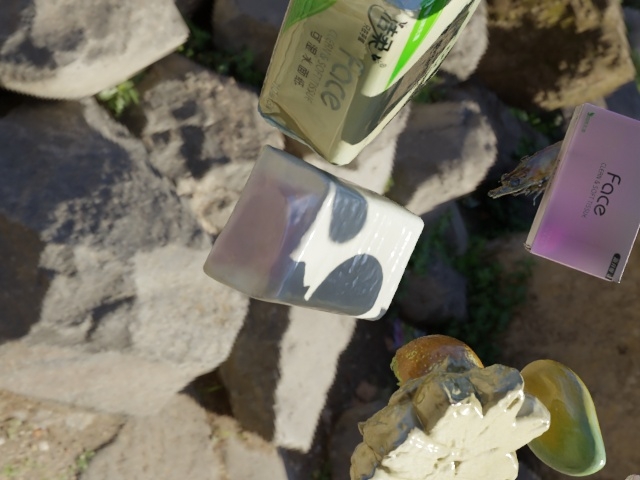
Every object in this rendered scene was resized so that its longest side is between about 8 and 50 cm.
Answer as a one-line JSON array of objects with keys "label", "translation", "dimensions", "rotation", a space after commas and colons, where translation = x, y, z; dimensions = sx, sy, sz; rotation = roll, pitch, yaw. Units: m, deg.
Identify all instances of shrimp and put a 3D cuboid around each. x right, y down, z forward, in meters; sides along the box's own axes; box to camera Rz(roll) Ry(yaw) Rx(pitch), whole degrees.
[{"label": "shrimp", "translation": [0.425, -0.095, 1.812], "dimensions": [0.169, 0.296, 0.058], "rotation": [67, -13, -12]}]

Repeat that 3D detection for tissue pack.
[{"label": "tissue pack", "translation": [0.425, -0.075, 1.664], "dimensions": [0.092, 0.149, 0.246], "rotation": [-29, 138, -83]}, {"label": "tissue pack", "translation": [0.100, -0.350, 1.634], "dimensions": [0.205, 0.405, 0.332], "rotation": [39, 60, 6]}]

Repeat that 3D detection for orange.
[{"label": "orange", "translation": [0.233, 0.267, 2.009], "dimensions": [0.179, 0.158, 0.237], "rotation": [48, -2, 33]}]

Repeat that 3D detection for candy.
[{"label": "candy", "translation": [0.000, 0.003, 1.618], "dimensions": [0.359, 0.145, 0.208], "rotation": [19, 98, -60]}]

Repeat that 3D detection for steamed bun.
[{"label": "steamed bun", "translation": [0.170, 0.262, 1.503], "dimensions": [0.137, 0.292, 0.295], "rotation": [-116, -176, -46]}]

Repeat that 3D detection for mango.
[{"label": "mango", "translation": [0.369, 0.276, 1.658], "dimensions": [0.092, 0.130, 0.194], "rotation": [16, 32, -49]}]

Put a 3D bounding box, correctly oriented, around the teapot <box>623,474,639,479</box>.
[{"label": "teapot", "translation": [0.647, 0.484, 1.926], "dimensions": [0.222, 0.178, 0.163], "rotation": [-7, 99, -50]}]
